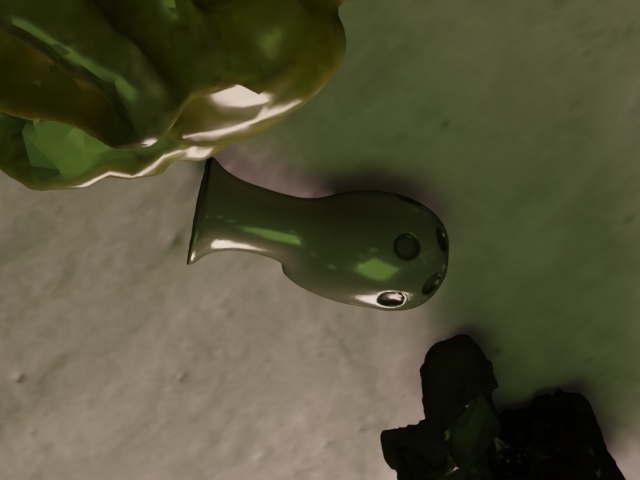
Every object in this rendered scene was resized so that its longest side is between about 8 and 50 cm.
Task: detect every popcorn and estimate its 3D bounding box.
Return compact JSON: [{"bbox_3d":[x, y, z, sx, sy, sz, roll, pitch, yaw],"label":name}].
[{"bbox_3d":[-0.123,-0.167,0.776,0.312,0.312,0.312,3,129,4],"label":"popcorn"}]

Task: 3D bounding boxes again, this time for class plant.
[{"bbox_3d":[0.124,0.164,1.123,0.131,0.142,0.203,-25,131,35],"label":"plant"}]

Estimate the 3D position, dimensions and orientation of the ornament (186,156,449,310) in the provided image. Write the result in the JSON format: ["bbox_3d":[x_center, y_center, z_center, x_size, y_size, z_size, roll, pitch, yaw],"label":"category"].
[{"bbox_3d":[0.000,0.000,1.039,0.156,0.075,0.081,12,137,-5],"label":"ornament"}]
